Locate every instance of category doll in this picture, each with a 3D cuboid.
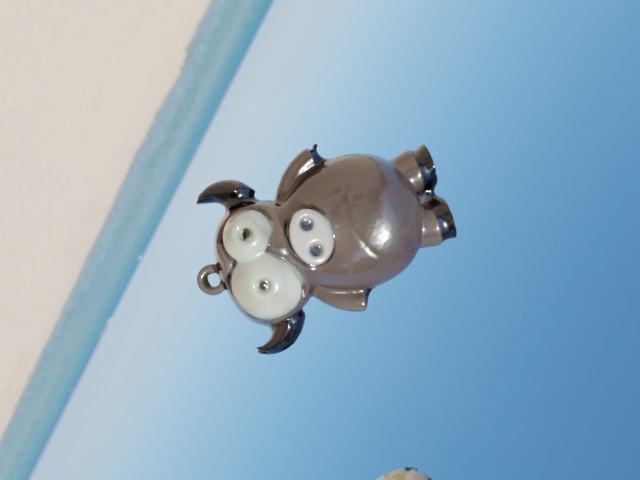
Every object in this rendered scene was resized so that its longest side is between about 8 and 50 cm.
[{"bbox_3d":[0.001,0.000,0.707,0.257,0.182,0.117,-20,180,-8],"label":"doll"}]

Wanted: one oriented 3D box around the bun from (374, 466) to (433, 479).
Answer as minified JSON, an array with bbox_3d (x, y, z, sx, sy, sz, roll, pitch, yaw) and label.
[{"bbox_3d":[0.159,0.580,1.252,0.210,0.360,0.359,-24,-178,-16],"label":"bun"}]
